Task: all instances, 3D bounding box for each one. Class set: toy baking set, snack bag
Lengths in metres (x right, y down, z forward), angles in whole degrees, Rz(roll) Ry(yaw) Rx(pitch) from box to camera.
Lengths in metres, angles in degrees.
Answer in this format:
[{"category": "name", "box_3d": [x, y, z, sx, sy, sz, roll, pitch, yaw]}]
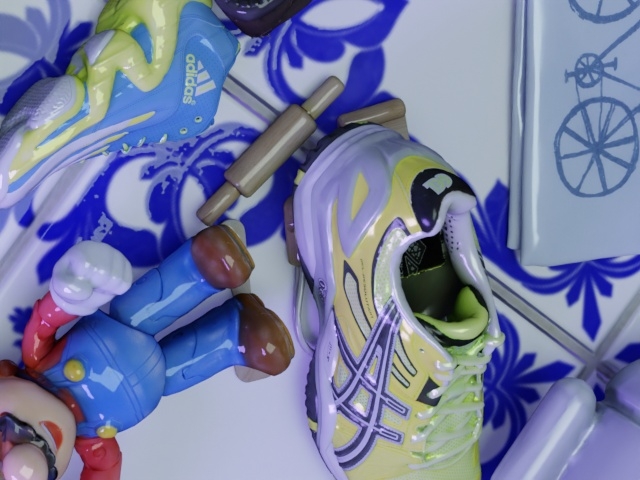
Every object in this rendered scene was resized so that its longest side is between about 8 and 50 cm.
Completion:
[{"category": "toy baking set", "box_3d": [-0.003, -0.006, 1.232, 0.256, 0.030, 0.197, -42, 111, -7]}, {"category": "snack bag", "box_3d": [0.328, -0.149, 1.315, 0.342, 0.037, 0.323, -5, 104, -18]}]

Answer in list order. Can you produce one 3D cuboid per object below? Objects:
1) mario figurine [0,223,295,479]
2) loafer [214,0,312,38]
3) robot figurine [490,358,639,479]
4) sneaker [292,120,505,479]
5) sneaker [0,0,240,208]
[{"category": "mario figurine", "box_3d": [-0.170, 0.127, 1.114, 0.320, 0.170, 0.198, -33, 78, -13]}, {"category": "loafer", "box_3d": [-0.003, -0.243, 1.167, 0.220, 0.078, 0.080, -42, 73, -16]}, {"category": "robot figurine", "box_3d": [0.293, 0.246, 1.297, 0.300, 0.200, 0.353, 35, 88, -16]}, {"category": "sneaker", "box_3d": [0.073, 0.099, 1.199, 0.145, 0.147, 0.385, -27, 119, -25]}, {"category": "sneaker", "box_3d": [-0.151, -0.096, 1.130, 0.126, 0.091, 0.240, 42, 87, -24]}]
